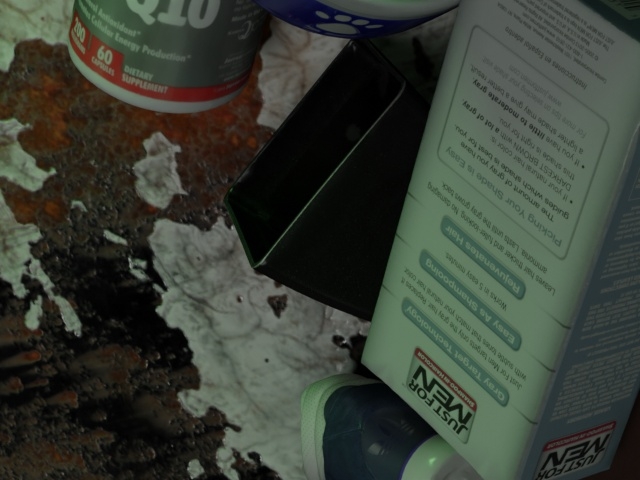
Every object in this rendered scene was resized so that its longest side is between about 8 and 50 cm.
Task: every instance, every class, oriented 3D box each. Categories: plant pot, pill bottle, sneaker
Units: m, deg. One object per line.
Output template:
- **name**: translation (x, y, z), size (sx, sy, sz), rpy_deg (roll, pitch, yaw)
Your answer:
- **plant pot**: translation (0.051, -0.032, 1.503), size (0.167, 0.188, 0.187), rpy_deg (37, 99, -21)
- **pill bottle**: translation (-0.106, -0.260, 1.481), size (0.161, 0.161, 0.283), rpy_deg (26, 127, 12)
- **sneaker**: translation (0.098, 0.245, 1.724), size (0.236, 0.130, 0.323), rpy_deg (27, 160, 47)

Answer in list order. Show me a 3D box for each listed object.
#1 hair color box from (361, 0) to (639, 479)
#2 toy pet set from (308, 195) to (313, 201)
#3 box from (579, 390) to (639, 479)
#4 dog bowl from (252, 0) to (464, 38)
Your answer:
- **hair color box**: translation (0.164, -0.017, 1.316), size (0.185, 0.113, 0.375), rpy_deg (43, 131, 38)
- **toy pet set**: translation (0.000, 0.000, 1.642), size (0.122, 0.065, 0.114), rpy_deg (29, 128, 10)
- **box**: translation (0.292, 0.140, 1.434), size (0.381, 0.143, 0.191), rpy_deg (57, 139, 17)
- **dog bowl**: translation (0.034, -0.283, 1.321), size (0.265, 0.265, 0.104), rpy_deg (51, 160, -7)
